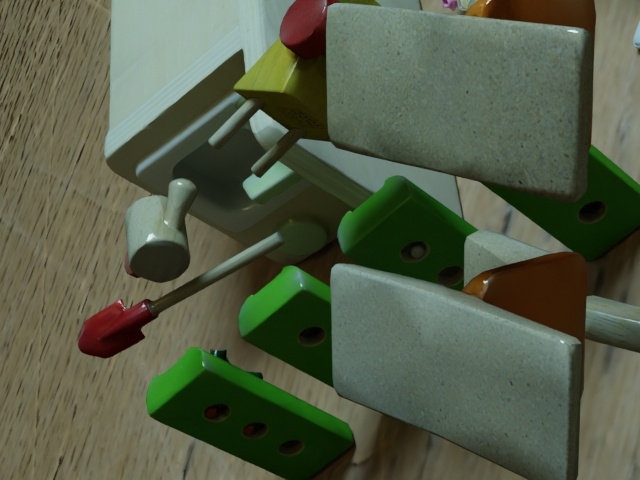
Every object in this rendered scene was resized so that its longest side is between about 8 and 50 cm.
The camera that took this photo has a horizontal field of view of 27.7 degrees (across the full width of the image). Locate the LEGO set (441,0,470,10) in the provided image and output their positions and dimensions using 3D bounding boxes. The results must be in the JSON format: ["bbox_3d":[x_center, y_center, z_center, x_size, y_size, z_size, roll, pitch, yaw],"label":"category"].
[{"bbox_3d":[0.092,-0.209,0.757,0.132,0.107,0.287,-25,33,-11],"label":"LEGO set"}]

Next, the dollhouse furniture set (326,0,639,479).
[{"bbox_3d":[0.147,0.030,0.410,0.135,0.262,0.259,19,115,50],"label":"dollhouse furniture set"}]

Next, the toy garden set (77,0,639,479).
[{"bbox_3d":[0.000,0.000,0.608,0.244,0.204,0.049,-40,40,23],"label":"toy garden set"}]

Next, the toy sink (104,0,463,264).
[{"bbox_3d":[-0.028,-0.082,0.737,0.131,0.153,0.234,-34,46,30],"label":"toy sink"}]

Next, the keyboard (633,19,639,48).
[{"bbox_3d":[0.250,-0.119,0.562,0.256,0.014,0.072,7,77,51],"label":"keyboard"}]
